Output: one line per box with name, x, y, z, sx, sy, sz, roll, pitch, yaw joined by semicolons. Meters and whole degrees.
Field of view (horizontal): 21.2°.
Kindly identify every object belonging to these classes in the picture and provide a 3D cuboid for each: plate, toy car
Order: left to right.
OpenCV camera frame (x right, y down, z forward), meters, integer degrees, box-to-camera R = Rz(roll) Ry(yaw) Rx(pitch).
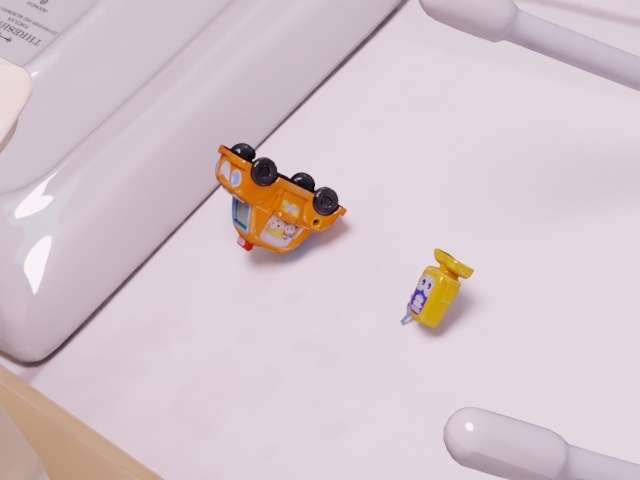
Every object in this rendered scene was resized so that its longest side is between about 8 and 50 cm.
plate;-0.140;-0.096;0.843;0.277;0.045;0.278;25;60;37
toy car;0.000;0.000;0.697;0.122;0.060;0.041;33;97;46

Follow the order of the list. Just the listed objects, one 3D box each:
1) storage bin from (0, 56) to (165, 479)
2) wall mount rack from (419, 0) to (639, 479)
storage bin;-0.151;0.040;0.566;0.260;0.262;0.123;27;63;37
wall mount rack;0.197;-0.005;0.575;0.304;0.130;0.350;-10;45;11
